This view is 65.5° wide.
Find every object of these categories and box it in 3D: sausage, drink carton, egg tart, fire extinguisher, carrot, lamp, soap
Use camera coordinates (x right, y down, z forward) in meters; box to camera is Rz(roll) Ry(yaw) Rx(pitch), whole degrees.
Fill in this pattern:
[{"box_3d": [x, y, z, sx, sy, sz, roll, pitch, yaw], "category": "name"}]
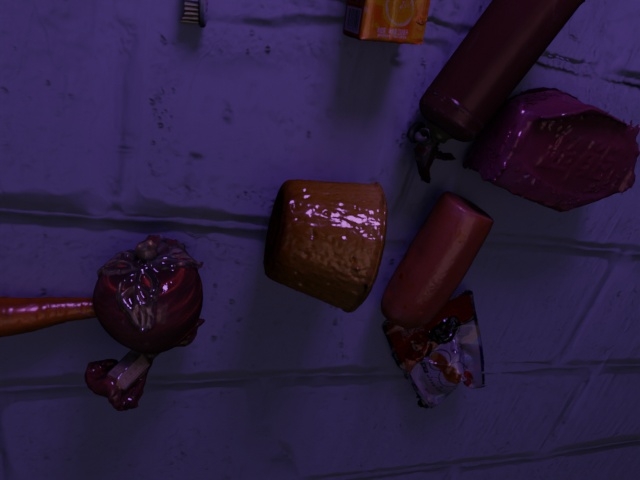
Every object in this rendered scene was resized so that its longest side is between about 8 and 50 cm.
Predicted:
[{"box_3d": [0.198, 0.047, 0.879, 0.113, 0.113, 0.259, 16, 112, -26], "category": "sausage"}, {"box_3d": [0.095, -0.368, 0.621, 0.096, 0.071, 0.223, -3, 119, -17], "category": "drink carton"}, {"box_3d": [0.000, 0.000, 0.736, 0.147, 0.203, 0.203, 11, 115, -15], "category": "egg tart"}, {"box_3d": [0.241, -0.232, 0.741, 0.147, 0.106, 0.337, 14, 117, -53], "category": "fire extinguisher"}, {"box_3d": [-0.400, 0.110, 0.740, 0.256, 0.061, 0.061, -1, 119, -21], "category": "carrot"}, {"box_3d": [-0.247, 0.110, 0.718, 0.215, 0.151, 0.223, -43, 125, -42], "category": "lamp"}, {"box_3d": [0.405, -0.149, 0.835, 0.289, 0.112, 0.182, 14, 117, -27], "category": "soap"}]

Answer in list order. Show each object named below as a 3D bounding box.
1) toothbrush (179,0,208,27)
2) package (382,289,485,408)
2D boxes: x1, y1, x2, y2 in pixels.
[{"box_3d": [-0.140, -0.430, 0.529, 0.037, 0.028, 0.375, 0, 120, -10], "category": "toothbrush"}, {"box_3d": [0.253, 0.235, 1.038, 0.194, 0.071, 0.270, -27, 111, -5], "category": "package"}]
